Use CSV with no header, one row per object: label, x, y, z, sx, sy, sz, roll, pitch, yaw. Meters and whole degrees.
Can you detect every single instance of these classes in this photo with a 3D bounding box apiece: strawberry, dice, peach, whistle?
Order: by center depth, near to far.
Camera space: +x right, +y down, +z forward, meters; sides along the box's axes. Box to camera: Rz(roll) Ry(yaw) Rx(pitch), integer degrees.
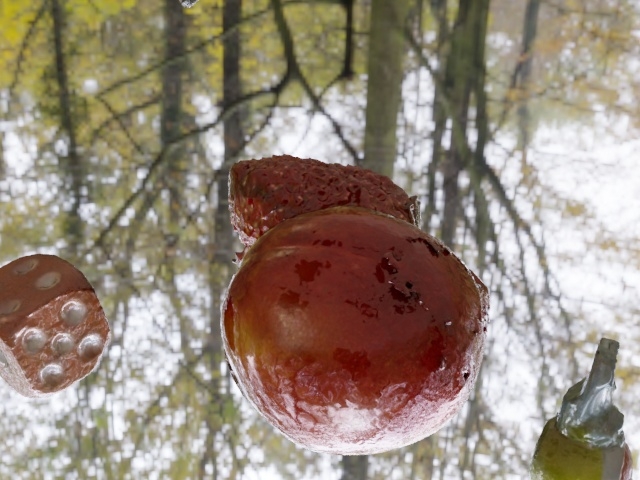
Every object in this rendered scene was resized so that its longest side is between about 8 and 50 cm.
whistle,0.299,0.213,1.260,0.123,0.223,0.123,9,-156,-4
peach,0.050,0.114,1.567,0.370,0.370,0.370,2,-152,-1
dice,-0.463,0.135,1.888,0.179,0.175,0.174,-40,-140,-27
strawberry,-0.001,0.002,1.907,0.343,0.292,0.292,17,-149,12

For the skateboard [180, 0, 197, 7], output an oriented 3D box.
skateboard,-0.055,-0.190,0.813,0.083,0.064,0.032,-26,-97,-49
